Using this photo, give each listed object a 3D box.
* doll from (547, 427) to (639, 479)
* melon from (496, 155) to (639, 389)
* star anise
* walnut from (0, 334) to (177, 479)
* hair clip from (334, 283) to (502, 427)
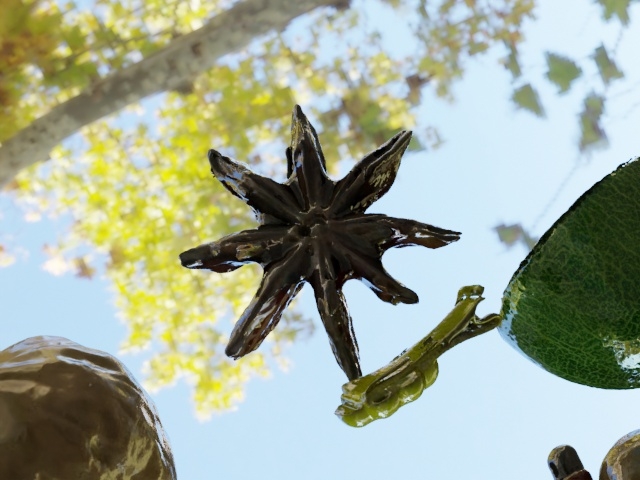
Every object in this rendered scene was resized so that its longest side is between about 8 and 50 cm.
[{"bbox_3d":[0.371,0.353,1.579,0.235,0.329,0.174,63,-176,3],"label":"doll"},{"bbox_3d":[0.301,0.040,1.229,0.169,0.265,0.129,46,-173,23],"label":"melon"},{"bbox_3d":[0.001,0.001,1.226,0.088,0.288,0.288,54,-155,-69],"label":"star anise"},{"bbox_3d":[-0.366,0.311,1.691,0.383,0.383,0.384,36,-136,-44],"label":"walnut"},{"bbox_3d":[0.082,0.107,1.121,0.173,0.072,0.046,-39,-79,-24],"label":"hair clip"}]
